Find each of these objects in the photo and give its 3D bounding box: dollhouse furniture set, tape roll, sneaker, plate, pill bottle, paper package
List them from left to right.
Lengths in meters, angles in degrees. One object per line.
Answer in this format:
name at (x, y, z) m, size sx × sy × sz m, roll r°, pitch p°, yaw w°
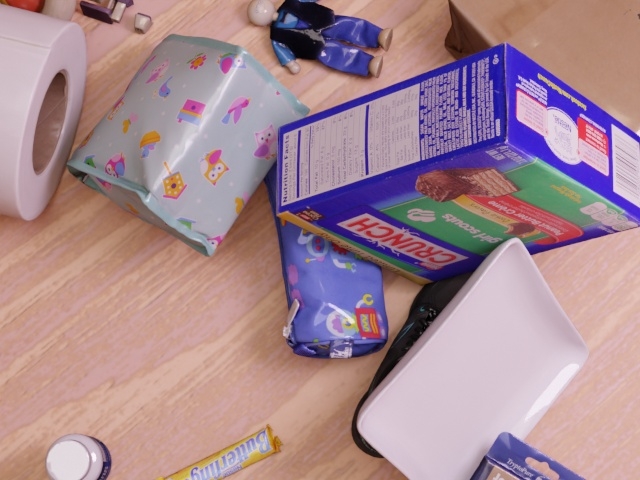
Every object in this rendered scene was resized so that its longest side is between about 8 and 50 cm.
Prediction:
tape roll at (-0.395, -0.160, 1.532) m, size 0.169 × 0.246 × 0.246 m, roll 14°, pitch 79°, yaw 3°
pill bottle at (-0.285, 0.261, 1.515) m, size 0.067 × 0.120 × 0.067 m, roll 0°, pitch 79°, yaw 0°
dollhouse furniture set at (-0.252, -0.330, 1.633) m, size 0.091 × 0.114 × 0.081 m, roll 19°, pitch 75°, yaw 5°
sneaker at (0.131, 0.142, 1.554) m, size 0.101 × 0.106 × 0.267 m, roll 28°, pitch 79°, yaw 6°
plate at (0.177, 0.163, 1.500) m, size 0.277 × 0.278 × 0.045 m, roll -50°, pitch 46°, yaw -9°
paper package at (0.364, -0.269, 1.588) m, size 0.325 × 0.168 × 0.309 m, roll -40°, pitch 75°, yaw -5°

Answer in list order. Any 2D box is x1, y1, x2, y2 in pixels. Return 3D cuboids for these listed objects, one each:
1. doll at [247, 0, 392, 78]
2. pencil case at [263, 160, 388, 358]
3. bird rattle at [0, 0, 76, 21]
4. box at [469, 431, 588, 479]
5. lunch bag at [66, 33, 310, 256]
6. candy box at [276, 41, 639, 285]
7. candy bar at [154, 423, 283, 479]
doll at (-0.004, -0.272, 1.659) m, size 0.189 × 0.046 × 0.129 m, roll 18°, pitch 89°, yaw 9°
pencil case at (0.000, 0.000, 1.568) m, size 0.133 × 0.119 × 0.306 m, roll -3°, pitch 77°, yaw -27°
bird rattle at (-0.362, -0.352, 1.600) m, size 0.253 × 0.143 × 0.207 m, roll -6°, pitch 108°, yaw 34°
box at (0.213, 0.353, 1.523) m, size 0.136 × 0.036 × 0.225 m, roll 31°, pitch 91°, yaw 0°
lunch bag at (-0.175, -0.129, 1.557) m, size 0.160 × 0.262 × 0.223 m, roll 39°, pitch 80°, yaw -38°
candy box at (0.151, -0.070, 1.423) m, size 0.317 × 0.268 × 0.122 m, roll -16°, pitch 61°, yaw 41°
candy bar at (-0.122, 0.273, 1.568) m, size 0.161 × 0.018 × 0.040 m, roll -26°, pitch 81°, yaw -5°
